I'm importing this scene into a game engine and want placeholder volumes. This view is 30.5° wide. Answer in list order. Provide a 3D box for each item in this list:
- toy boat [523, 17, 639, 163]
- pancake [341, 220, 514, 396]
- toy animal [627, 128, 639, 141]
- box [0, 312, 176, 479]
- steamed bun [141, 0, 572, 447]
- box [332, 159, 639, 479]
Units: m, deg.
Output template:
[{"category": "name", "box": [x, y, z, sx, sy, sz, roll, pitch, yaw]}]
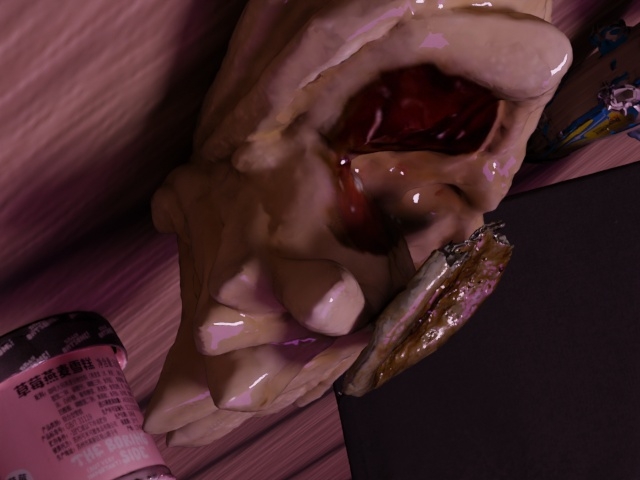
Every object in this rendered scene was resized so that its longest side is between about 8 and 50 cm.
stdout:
[{"category": "toy boat", "box": [0.216, -0.111, 0.951, 0.066, 0.084, 0.210, 13, 156, -22]}, {"category": "pancake", "box": [0.055, 0.038, 0.615, 0.129, 0.022, 0.116, -22, 149, -53]}, {"category": "toy animal", "box": [0.385, -0.107, 1.089, 0.176, 0.239, 0.255, 96, 7, -49]}, {"category": "box", "box": [-0.185, 0.148, 0.828, 0.151, 0.135, 0.151, -30, 163, -10]}, {"category": "steamed bun", "box": [0.000, 0.000, 0.690, 0.247, 0.189, 0.428, -12, 160, -16]}, {"category": "box", "box": [0.193, 0.096, 0.995, 0.345, 0.251, 0.204, -14, 167, 11]}]
